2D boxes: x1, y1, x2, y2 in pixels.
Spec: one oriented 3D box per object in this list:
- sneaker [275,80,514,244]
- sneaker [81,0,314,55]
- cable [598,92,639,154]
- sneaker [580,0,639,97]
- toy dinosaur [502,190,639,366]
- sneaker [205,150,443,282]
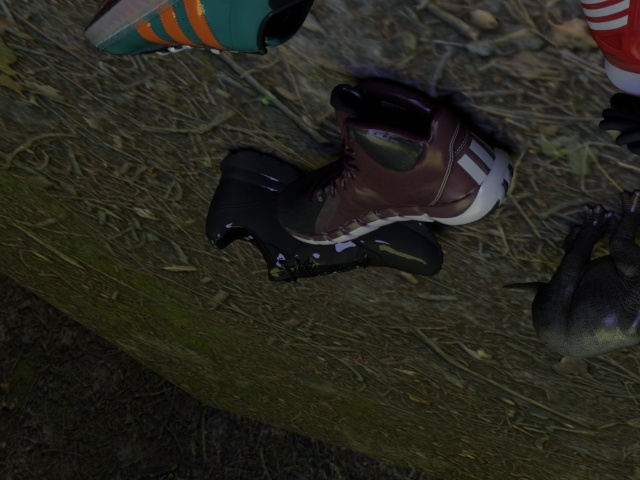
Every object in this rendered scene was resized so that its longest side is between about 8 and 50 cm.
[{"bbox_3d":[0.033,-0.086,0.969,0.281,0.106,0.162,-9,140,40],"label":"sneaker"},{"bbox_3d":[-0.083,-0.186,0.784,0.121,0.108,0.302,37,156,-27],"label":"sneaker"},{"bbox_3d":[0.263,-0.076,0.670,0.150,0.047,0.184,21,-157,28],"label":"cable"},{"bbox_3d":[0.246,-0.136,0.582,0.221,0.087,0.128,3,155,42],"label":"sneaker"},{"bbox_3d":[0.267,0.052,0.959,0.313,0.160,0.121,-1,150,48],"label":"toy dinosaur"},{"bbox_3d":[0.000,0.000,1.173,0.286,0.130,0.109,18,159,10],"label":"sneaker"}]
